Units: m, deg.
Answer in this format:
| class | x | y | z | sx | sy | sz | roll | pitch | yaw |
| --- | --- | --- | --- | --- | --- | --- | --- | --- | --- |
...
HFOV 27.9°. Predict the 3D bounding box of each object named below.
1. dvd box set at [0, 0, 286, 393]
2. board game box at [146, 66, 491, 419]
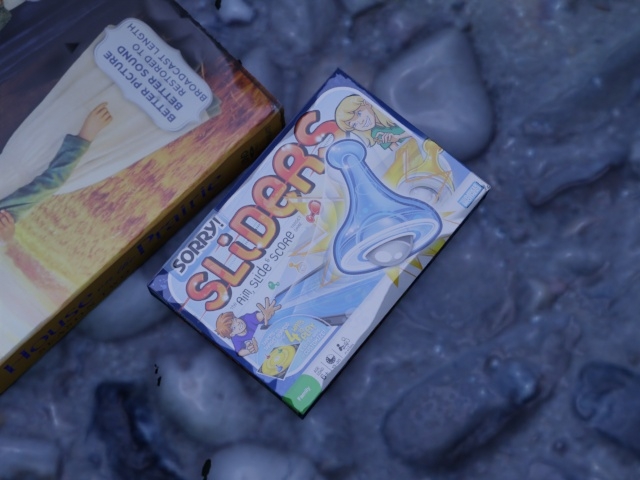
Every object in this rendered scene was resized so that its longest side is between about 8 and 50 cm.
| class | x | y | z | sx | sy | sz | roll | pitch | yaw |
| --- | --- | --- | --- | --- | --- | --- | --- | --- | --- |
| dvd box set | -0.278 | -0.046 | 0.863 | 0.420 | 0.062 | 0.307 | -43 | 80 | -11 |
| board game box | 0.000 | 0.000 | 0.871 | 0.136 | 0.035 | 0.201 | 38 | 78 | 8 |
